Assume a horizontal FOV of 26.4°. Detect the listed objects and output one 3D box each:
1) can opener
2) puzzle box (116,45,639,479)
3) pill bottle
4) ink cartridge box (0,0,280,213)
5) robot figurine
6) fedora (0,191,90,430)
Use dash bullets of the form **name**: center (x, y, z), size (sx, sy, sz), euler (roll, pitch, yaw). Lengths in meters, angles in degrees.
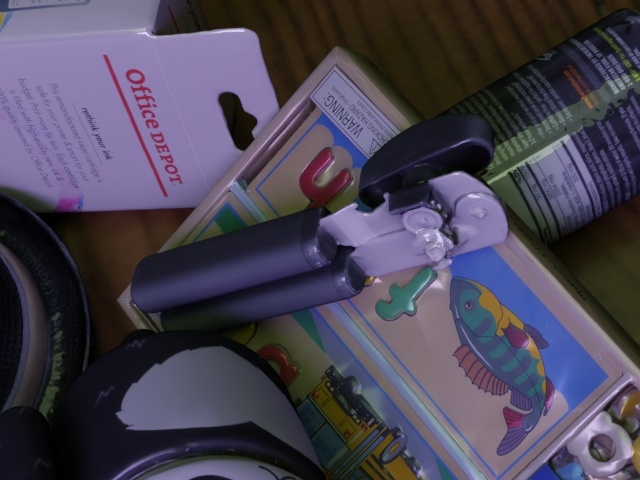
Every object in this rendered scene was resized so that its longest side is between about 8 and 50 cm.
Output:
- **can opener**: center (0.000, 0.000, 0.932), size (0.280, 0.074, 0.093), euler (-20, 44, 25)
- **puzzle box**: center (0.057, 0.097, 0.955), size (0.272, 0.052, 0.409), euler (-48, 67, 18)
- **pill bottle**: center (0.157, -0.061, 1.032), size (0.245, 0.130, 0.130), euler (-30, 68, 2)
- **ink cartridge box**: center (-0.194, -0.128, 1.083), size (0.353, 0.207, 0.119), euler (-1, 53, 11)
- **robot figurine**: center (-0.080, 0.163, 0.859), size (0.209, 0.173, 0.278), euler (-19, 28, -5)
- **fedora**: center (-0.342, 0.090, 1.012), size (0.334, 0.152, 0.334), euler (-4, 72, 12)
